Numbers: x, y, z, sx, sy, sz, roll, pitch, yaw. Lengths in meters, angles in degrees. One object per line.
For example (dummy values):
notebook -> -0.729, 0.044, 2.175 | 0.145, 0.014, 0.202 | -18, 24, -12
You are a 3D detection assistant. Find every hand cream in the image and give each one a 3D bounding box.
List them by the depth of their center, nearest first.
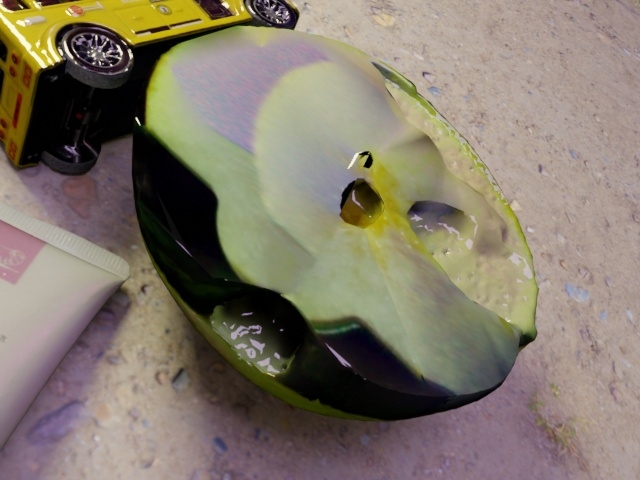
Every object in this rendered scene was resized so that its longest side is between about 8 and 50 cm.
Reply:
hand cream -> -0.263, 0.090, 0.447 | 0.186, 0.118, 0.358 | 27, 39, -13

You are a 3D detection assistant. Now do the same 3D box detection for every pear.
pear -> 0.001, 0.000, 0.645 | 0.399, 0.165, 0.398 | 18, 48, -21

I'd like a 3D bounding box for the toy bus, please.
toy bus -> -0.177, -0.197, 0.702 | 0.151, 0.145, 0.331 | 48, 45, 11
